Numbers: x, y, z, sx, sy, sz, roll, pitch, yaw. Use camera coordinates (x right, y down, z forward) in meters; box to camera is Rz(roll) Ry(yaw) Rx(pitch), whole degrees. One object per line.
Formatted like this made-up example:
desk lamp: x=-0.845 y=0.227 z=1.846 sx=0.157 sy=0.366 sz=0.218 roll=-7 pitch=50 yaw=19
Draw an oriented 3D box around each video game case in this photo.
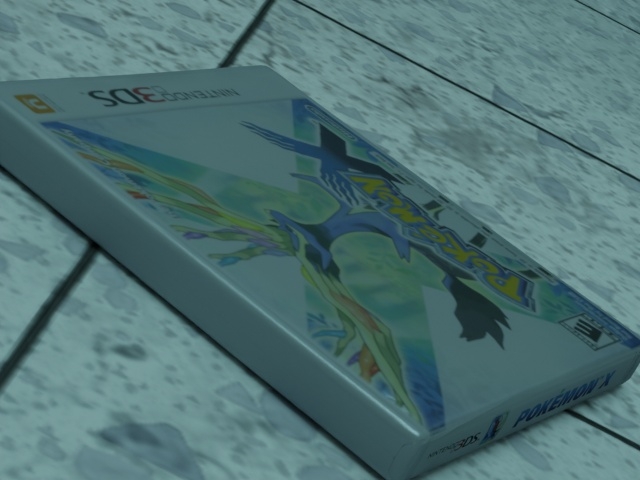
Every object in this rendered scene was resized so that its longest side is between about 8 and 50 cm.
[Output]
video game case: x=0.000 y=0.000 z=1.122 sx=0.329 sy=0.036 sz=0.300 roll=38 pitch=24 yaw=22
